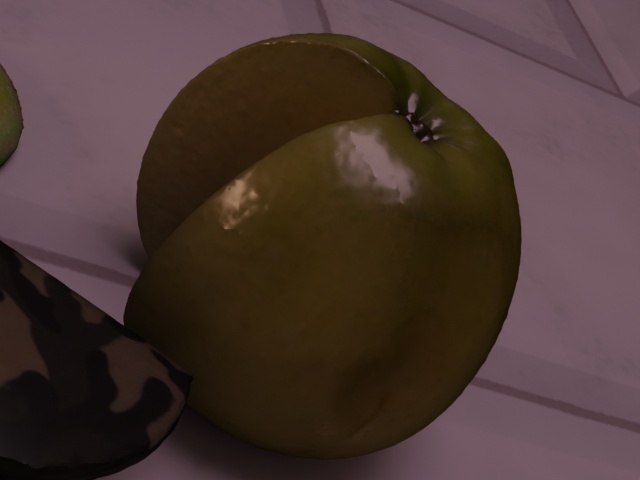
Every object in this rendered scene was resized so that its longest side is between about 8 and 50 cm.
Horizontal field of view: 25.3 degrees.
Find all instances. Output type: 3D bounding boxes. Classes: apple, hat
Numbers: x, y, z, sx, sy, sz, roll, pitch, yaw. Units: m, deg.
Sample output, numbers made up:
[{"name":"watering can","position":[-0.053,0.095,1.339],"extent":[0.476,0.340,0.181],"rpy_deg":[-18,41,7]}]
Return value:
[{"name":"apple","position":[0.000,0.000,0.996],"extent":[0.292,0.254,0.292],"rpy_deg":[29,31,-20]},{"name":"hat","position":[-0.230,-0.047,0.794],"extent":[0.382,0.257,0.366],"rpy_deg":[16,12,-11]}]

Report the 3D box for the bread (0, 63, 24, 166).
[{"name":"bread","position":[-0.326,-0.128,1.064],"extent":[0.228,0.033,0.228],"rpy_deg":[24,34,-17]}]
